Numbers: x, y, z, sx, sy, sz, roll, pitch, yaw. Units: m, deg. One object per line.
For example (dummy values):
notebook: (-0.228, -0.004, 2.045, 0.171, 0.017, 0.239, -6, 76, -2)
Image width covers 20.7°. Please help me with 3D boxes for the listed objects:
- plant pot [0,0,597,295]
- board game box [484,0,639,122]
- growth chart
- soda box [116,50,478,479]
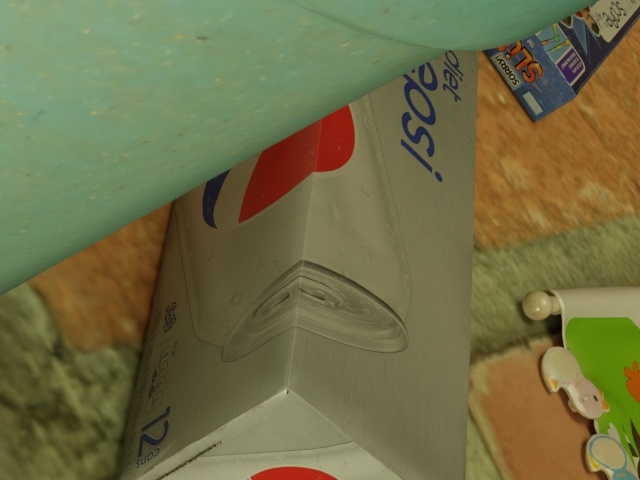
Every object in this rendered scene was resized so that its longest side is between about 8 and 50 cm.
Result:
plant pot: (-0.094, -0.140, 0.479, 0.341, 0.334, 0.341, 36, 37, -33)
board game box: (0.139, -0.169, 1.122, 0.136, 0.035, 0.201, 54, 31, -5)
growth chart: (0.197, 0.124, 0.959, 0.172, 0.021, 0.237, -13, 73, -57)
soda box: (0.000, 0.000, 0.720, 0.098, 0.091, 0.286, 40, 35, -26)
